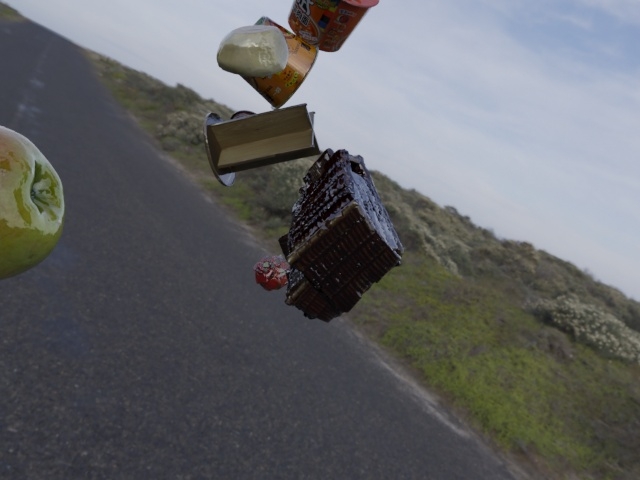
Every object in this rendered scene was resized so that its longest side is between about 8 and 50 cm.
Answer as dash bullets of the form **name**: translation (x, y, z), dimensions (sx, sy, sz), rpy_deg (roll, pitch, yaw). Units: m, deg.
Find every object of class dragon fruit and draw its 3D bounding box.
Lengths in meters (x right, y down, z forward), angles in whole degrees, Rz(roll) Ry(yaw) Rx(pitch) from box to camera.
- **dragon fruit**: translation (-0.150, 0.102, 1.826), dimensions (0.141, 0.130, 0.121), rpy_deg (5, -18, -18)

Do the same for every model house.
- **model house**: translation (0.000, 0.000, 1.127), dimensions (0.297, 0.317, 0.282), rpy_deg (52, 19, 10)

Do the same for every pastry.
- **pastry**: translation (-0.145, -0.404, 1.184), dimensions (0.156, 0.092, 0.156), rpy_deg (-5, 28, 3)

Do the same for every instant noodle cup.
- **instant noodle cup**: translation (0.025, -0.712, 1.681), dimensions (0.250, 0.192, 0.251), rpy_deg (17, 50, -21)
- **instant noodle cup**: translation (-0.133, -0.494, 1.522), dimensions (0.172, 0.216, 0.216), rpy_deg (33, 3, -24)

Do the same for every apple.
- **apple**: translation (-0.698, -0.083, 1.132), dimensions (0.304, 0.339, 0.338), rpy_deg (4, 6, 1)

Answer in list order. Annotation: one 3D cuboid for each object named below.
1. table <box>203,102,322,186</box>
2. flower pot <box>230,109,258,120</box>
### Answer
- **table**: translation (-0.121, -0.223, 1.231), dimensions (0.226, 0.167, 0.167), rpy_deg (-10, 0, 11)
- **flower pot**: translation (-0.214, -0.297, 1.564), dimensions (0.111, 0.089, 0.111), rpy_deg (10, -34, 7)
